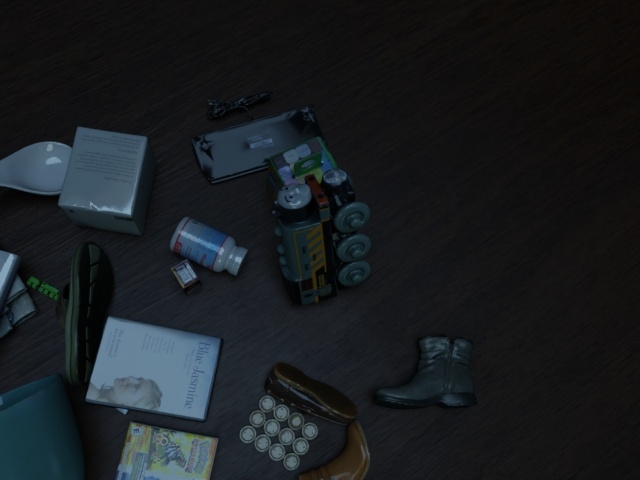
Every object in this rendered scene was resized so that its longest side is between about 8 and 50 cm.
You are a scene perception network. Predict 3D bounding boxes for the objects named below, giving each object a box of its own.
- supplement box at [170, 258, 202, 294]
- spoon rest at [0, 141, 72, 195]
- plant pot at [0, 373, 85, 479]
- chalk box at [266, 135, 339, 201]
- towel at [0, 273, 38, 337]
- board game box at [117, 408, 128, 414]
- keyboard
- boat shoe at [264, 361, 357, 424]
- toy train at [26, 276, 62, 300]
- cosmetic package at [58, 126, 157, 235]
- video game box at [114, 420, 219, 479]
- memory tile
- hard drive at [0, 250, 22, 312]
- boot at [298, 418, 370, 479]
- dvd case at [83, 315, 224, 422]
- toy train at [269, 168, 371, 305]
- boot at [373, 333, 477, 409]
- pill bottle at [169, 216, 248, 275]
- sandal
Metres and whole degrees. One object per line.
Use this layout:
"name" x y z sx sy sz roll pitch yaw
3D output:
"supplement box" -0.293 0.081 1.272 0.043 0.083 0.055 -32 82 -15
"spoon rest" -0.657 -0.135 1.260 0.276 0.084 0.137 -25 76 -24
"plant pot" -0.569 0.415 1.051 0.292 0.293 0.235 -23 94 -13
"chalk box" -0.033 -0.133 1.299 0.132 0.213 0.132 -26 80 -14
"towel" -0.805 0.108 1.208 0.312 0.056 0.324 -35 83 -15
"board game box" -0.421 0.304 1.228 0.090 0.020 0.090 34 73 1
"keyboard" -0.158 -0.269 1.414 0.317 0.033 0.202 -18 85 -13
"boat shoe" -0.023 0.341 1.255 0.206 0.073 0.073 30 111 4
"toy train" -0.597 0.104 1.259 0.083 0.017 0.024 28 63 0
"cosmetic package" -0.457 -0.125 1.269 0.151 0.151 0.184 9 74 -5
"video game box" -0.320 0.489 1.180 0.187 0.048 0.205 13 74 -7
"memory tile" -0.089 0.413 1.250 0.148 0.012 0.113 32 73 2
"hard drive" -0.762 0.155 1.160 0.210 0.040 0.319 15 75 -1
"boot" 0.028 0.483 1.219 0.152 0.073 0.197 -4 73 -5
"dvd case" -0.347 0.272 1.227 0.252 0.022 0.181 14 72 -13
"toy train" 0.000 0.000 1.224 0.190 0.334 0.142 -18 49 -11
"boot" 0.231 0.293 1.303 0.246 0.083 0.161 3 68 -13
"pill bottle" -0.246 0.017 1.295 0.160 0.087 0.087 25 73 0
"sandal" -0.510 0.148 1.213 0.086 0.120 0.303 0 77 15
